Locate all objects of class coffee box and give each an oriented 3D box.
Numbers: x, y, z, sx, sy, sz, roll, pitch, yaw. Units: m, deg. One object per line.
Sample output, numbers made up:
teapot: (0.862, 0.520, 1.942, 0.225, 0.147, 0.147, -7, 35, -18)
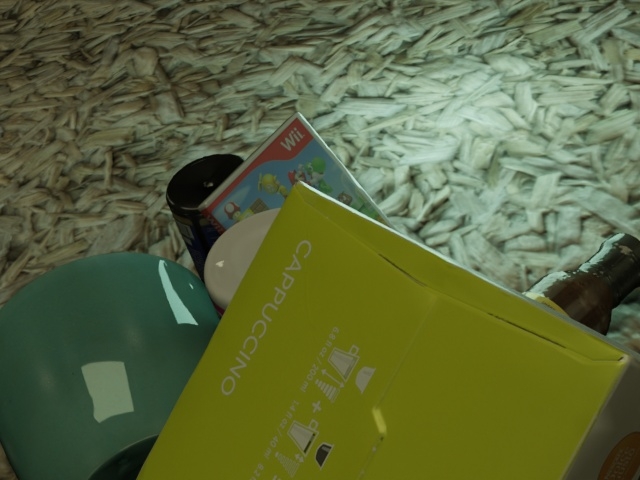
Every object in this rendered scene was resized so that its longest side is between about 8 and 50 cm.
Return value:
coffee box: (0.102, 0.198, 0.796, 0.338, 0.334, 0.337, 31, 94, 43)

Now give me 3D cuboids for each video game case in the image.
video game case: (0.000, 0.000, 1.232, 0.204, 0.285, 0.025, -49, 14, -32)

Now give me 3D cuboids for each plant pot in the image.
plant pot: (-0.211, 0.198, 1.052, 0.293, 0.293, 0.235, -26, 43, -11)

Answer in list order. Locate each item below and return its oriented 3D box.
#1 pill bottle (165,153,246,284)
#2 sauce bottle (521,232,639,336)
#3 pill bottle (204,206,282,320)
pill bottle: (-0.121, 0.001, 1.299, 0.123, 0.219, 0.123, -10, 40, 9)
sauce bottle: (0.262, 0.112, 1.111, 0.344, 0.111, 0.111, -36, 42, -20)
pill bottle: (-0.016, 0.115, 1.074, 0.160, 0.283, 0.160, -11, 39, 9)
